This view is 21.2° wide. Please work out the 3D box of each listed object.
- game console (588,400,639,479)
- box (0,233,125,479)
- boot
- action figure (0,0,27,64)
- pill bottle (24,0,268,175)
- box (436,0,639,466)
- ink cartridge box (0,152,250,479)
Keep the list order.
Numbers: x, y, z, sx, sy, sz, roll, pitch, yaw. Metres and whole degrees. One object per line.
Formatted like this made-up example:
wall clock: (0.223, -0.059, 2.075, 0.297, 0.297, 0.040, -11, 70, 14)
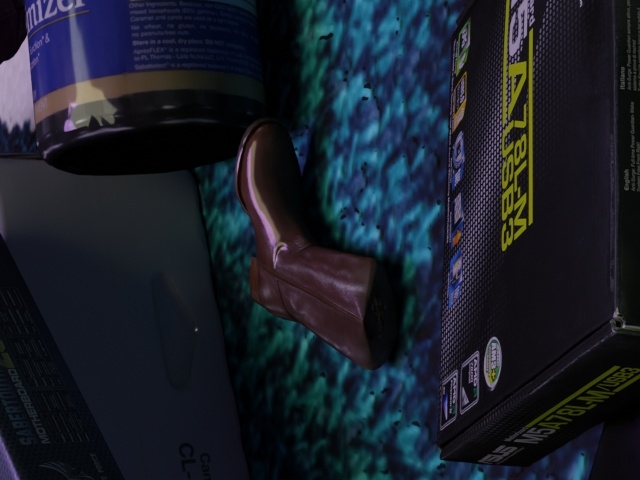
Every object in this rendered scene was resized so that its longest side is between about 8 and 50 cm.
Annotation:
game console: (0.212, 0.122, 0.463, 0.386, 0.060, 0.342, 42, 127, 49)
box: (-0.174, 0.130, 0.857, 0.232, 0.059, 0.183, 55, 133, 39)
boot: (0.000, 0.000, 0.829, 0.114, 0.037, 0.106, 26, 126, 59)
action figure: (-0.280, -0.125, 1.022, 0.276, 0.370, 0.248, 11, 126, 38)
pill bottle: (-0.097, -0.152, 0.903, 0.123, 0.123, 0.219, -21, 73, 57)
box: (0.087, -0.030, 0.599, 0.184, 0.045, 0.190, 119, 156, -69)
ink cartridge box: (-0.183, 0.102, 1.041, 0.306, 0.131, 0.226, -36, 61, 53)
